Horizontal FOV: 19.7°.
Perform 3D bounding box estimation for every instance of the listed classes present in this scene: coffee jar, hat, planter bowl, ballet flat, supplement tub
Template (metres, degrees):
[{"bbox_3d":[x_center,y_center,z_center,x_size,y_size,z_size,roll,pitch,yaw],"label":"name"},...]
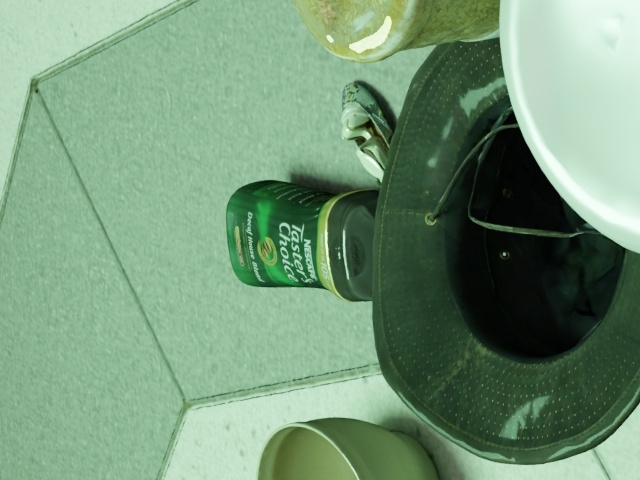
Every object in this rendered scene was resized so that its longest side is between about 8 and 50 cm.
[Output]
[{"bbox_3d":[0.000,0.000,1.591,0.184,0.079,0.096,6,106,50],"label":"coffee jar"},{"bbox_3d":[0.179,-0.004,1.318,0.331,0.134,0.331,-9,77,44],"label":"hat"},{"bbox_3d":[0.035,0.223,1.593,0.162,0.109,0.162,20,117,47],"label":"planter bowl"},{"bbox_3d":[0.041,-0.086,1.544,0.114,0.041,0.041,58,139,22],"label":"ballet flat"},{"bbox_3d":[0.280,-0.123,0.998,0.228,0.316,0.228,20,117,48],"label":"supplement tub"}]

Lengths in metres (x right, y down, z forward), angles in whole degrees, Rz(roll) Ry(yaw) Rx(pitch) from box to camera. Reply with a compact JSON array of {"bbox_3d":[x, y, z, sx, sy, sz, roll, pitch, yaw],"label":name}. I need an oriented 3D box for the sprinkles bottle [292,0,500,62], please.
[{"bbox_3d":[0.147,-0.188,1.114,0.121,0.355,0.121,20,117,47],"label":"sprinkles bottle"}]
